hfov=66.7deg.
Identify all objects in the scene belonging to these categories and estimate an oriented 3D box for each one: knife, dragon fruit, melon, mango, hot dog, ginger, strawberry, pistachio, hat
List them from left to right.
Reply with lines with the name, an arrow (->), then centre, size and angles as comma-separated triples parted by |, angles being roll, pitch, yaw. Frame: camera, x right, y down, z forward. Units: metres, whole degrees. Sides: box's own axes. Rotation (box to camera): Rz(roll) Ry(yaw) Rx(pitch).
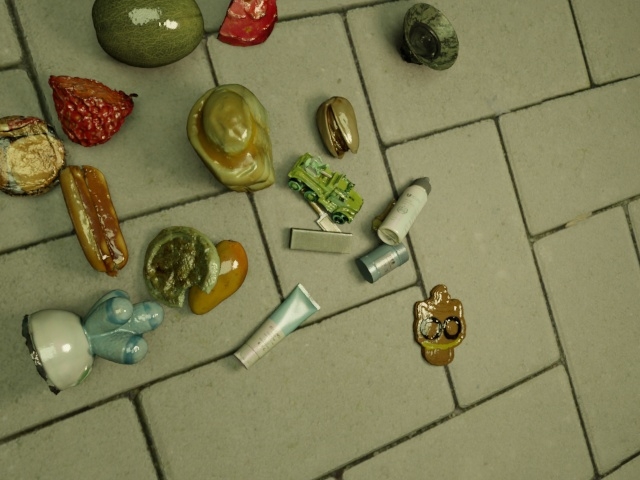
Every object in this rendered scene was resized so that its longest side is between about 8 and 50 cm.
strawberry -> -0.658, -0.363, 1.389 | 0.234, 0.234, 0.178 | 18, 113, -16
hot dog -> -0.645, -0.051, 1.381 | 0.100, 0.135, 0.337 | -20, 89, 20
melon -> -0.490, -0.624, 1.399 | 0.302, 0.237, 0.237 | -15, 92, -18
mango -> -0.309, 0.117, 1.483 | 0.138, 0.113, 0.253 | 35, 83, -27
dragon fruit -> -0.208, -0.737, 1.547 | 0.189, 0.163, 0.261 | 35, 76, -41
knife -> 0.007, -0.072, 1.636 | 0.046, 0.022, 0.256 | -41, 103, -10
pistachio -> 0.062, -0.378, 1.623 | 0.130, 0.131, 0.206 | -13, 99, 27
ginger -> 0.230, -0.081, 1.695 | 0.057, 0.044, 0.137 | 38, 74, 16
hat -> 0.355, -0.694, 1.717 | 0.266, 0.128, 0.265 | 4, 81, -31

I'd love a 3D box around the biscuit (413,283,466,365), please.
biscuit -> 0.432, 0.303, 1.741 | 0.209, 0.041, 0.290 | 2, 88, -18

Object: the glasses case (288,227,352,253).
glasses case -> 0.000, 0.000, 1.609 | 0.205, 0.047, 0.070 | 4, 98, -12

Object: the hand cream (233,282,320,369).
hand cream -> -0.143, 0.278, 1.564 | 0.312, 0.070, 0.111 | -41, 98, -23

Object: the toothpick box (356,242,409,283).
toothpick box -> 0.211, 0.067, 1.652 | 0.153, 0.101, 0.101 | -32, 97, -14

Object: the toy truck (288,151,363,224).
toy truck -> 0.033, -0.173, 1.575 | 0.259, 0.135, 0.128 | 41, 56, -16

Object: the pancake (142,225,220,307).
pancake -> -0.418, 0.073, 1.435 | 0.254, 0.037, 0.253 | -2, 81, 13

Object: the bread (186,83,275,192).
bread -> -0.261, -0.286, 1.410 | 0.210, 0.341, 0.300 | -10, 94, 5

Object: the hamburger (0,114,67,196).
hamburger -> -0.821, -0.232, 1.348 | 0.231, 0.107, 0.231 | 0, 90, -21

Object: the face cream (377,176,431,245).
face cream -> 0.304, -0.117, 1.668 | 0.092, 0.092, 0.311 | 45, 59, -11

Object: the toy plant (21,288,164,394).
toy plant -> -0.597, 0.248, 1.337 | 0.332, 0.247, 0.247 | -21, 94, -21
